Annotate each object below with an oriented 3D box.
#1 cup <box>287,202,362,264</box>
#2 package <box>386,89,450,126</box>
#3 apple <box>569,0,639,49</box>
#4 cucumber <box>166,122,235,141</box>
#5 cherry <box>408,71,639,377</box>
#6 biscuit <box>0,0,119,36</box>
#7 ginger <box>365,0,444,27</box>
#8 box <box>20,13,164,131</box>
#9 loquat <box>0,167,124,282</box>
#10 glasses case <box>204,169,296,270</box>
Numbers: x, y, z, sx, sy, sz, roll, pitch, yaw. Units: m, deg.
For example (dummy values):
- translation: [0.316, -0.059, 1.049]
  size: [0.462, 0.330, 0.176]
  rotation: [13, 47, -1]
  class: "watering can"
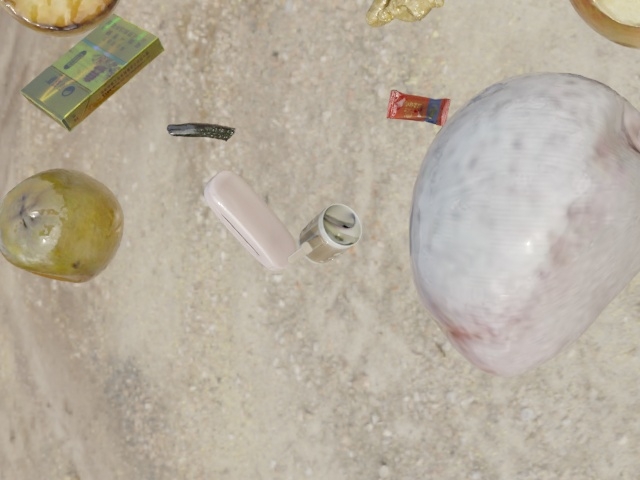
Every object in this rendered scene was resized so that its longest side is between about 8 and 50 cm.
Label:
- translation: [0.007, 0.004, 1.130]
  size: [0.099, 0.074, 0.102]
  rotation: [-39, 20, 57]
  class: "cup"
- translation: [0.284, -0.381, 2.027]
  size: [0.022, 0.200, 0.083]
  rotation: [-138, 55, -60]
  class: "package"
- translation: [0.488, -0.404, 1.027]
  size: [0.163, 0.293, 0.251]
  rotation: [58, -172, -76]
  class: "apple"
- translation: [-0.236, -0.219, 1.395]
  size: [0.033, 0.134, 0.034]
  rotation: [-119, 39, -51]
  class: "cucumber"
- translation: [0.248, -0.030, 0.830]
  size: [0.291, 0.335, 0.326]
  rotation: [29, 141, 23]
  class: "cherry"
- translation: [-0.576, -0.591, 1.531]
  size: [0.102, 0.296, 0.296]
  rotation: [-178, 88, -70]
  class: "biscuit"
- translation: [0.165, -0.416, 1.128]
  size: [0.205, 0.081, 0.115]
  rotation: [-48, 16, -3]
  class: "ginger"
- translation: [-0.345, -0.258, 1.065]
  size: [0.121, 0.193, 0.030]
  rotation: [33, 160, 31]
  class: "box"
- translation: [-0.579, -0.039, 1.565]
  size: [0.284, 0.276, 0.276]
  rotation: [59, -156, -79]
  class: "loquat"
- translation: [-0.173, -0.048, 1.773]
  size: [0.075, 0.113, 0.297]
  rotation: [-24, 114, 46]
  class: "glasses case"
